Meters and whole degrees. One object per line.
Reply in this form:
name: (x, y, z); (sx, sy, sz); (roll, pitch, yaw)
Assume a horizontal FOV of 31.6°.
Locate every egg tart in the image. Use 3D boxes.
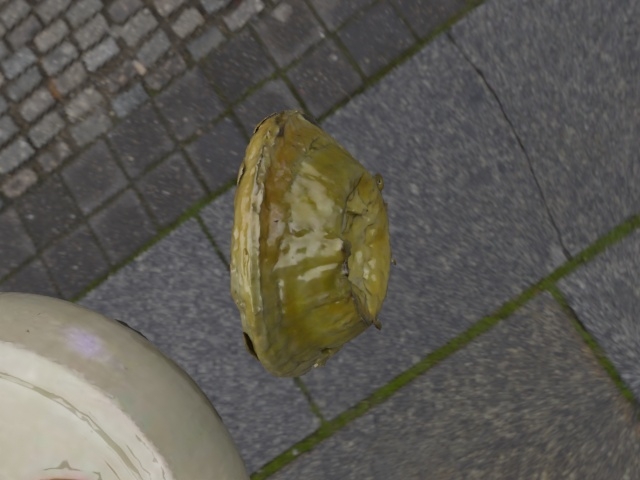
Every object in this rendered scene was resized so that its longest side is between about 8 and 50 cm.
egg tart: (0.000, 0.000, 1.155); (0.115, 0.290, 0.290); (-1, 83, 18)

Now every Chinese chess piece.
Chinese chess piece: (-0.202, 0.200, 0.712); (0.338, 0.140, 0.338); (1, 95, 7)
